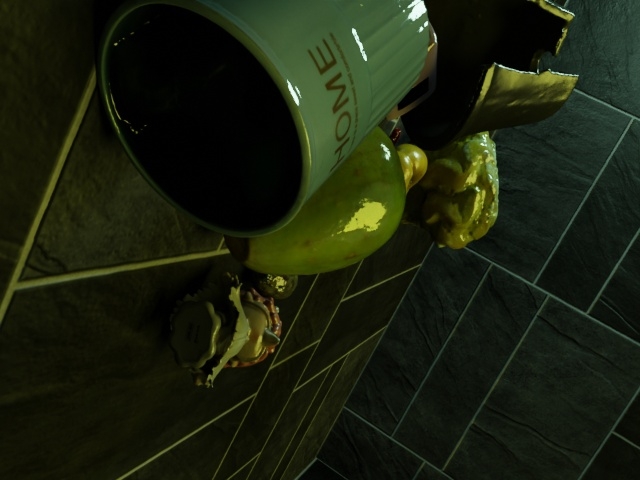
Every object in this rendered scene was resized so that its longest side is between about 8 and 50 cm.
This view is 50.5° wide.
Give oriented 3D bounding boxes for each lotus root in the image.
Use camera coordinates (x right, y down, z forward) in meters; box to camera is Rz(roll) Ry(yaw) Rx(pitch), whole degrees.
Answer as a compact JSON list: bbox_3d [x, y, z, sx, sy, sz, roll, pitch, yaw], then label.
[{"bbox_3d":[-0.094,0.082,1.408,0.080,0.089,0.179,-53,165,1],"label":"lotus root"}]

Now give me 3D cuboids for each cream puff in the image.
[{"bbox_3d":[0.335,-0.154,1.934,0.378,0.275,0.378,179,-90,-83],"label":"cream puff"}]

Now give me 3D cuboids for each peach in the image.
[{"bbox_3d":[0.205,-0.174,1.768,0.179,0.103,0.179,-50,163,-21],"label":"peach"}]

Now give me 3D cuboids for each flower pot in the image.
[{"bbox_3d":[0.326,-0.351,1.310,0.379,0.251,0.379,-178,-90,-71],"label":"flower pot"}]

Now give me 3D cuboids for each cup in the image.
[{"bbox_3d":[-0.065,-0.222,0.763,0.257,0.331,0.311,-27,-165,46],"label":"cup"}]

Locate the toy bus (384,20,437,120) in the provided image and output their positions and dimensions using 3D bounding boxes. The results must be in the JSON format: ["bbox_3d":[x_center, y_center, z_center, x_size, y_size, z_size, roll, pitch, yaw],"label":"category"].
[{"bbox_3d":[0.123,-0.313,1.200,0.142,0.142,0.202,-36,161,-4],"label":"toy bus"}]

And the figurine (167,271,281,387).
[{"bbox_3d":[-0.148,0.166,1.251,0.387,0.166,0.207,20,80,-72],"label":"figurine"}]

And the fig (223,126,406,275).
[{"bbox_3d":[-0.016,-0.064,1.134,0.326,0.258,0.258,-31,153,-25],"label":"fig"}]

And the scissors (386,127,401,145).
[{"bbox_3d":[0.136,-0.175,1.774,0.144,0.017,0.247,-30,148,-59],"label":"scissors"}]
